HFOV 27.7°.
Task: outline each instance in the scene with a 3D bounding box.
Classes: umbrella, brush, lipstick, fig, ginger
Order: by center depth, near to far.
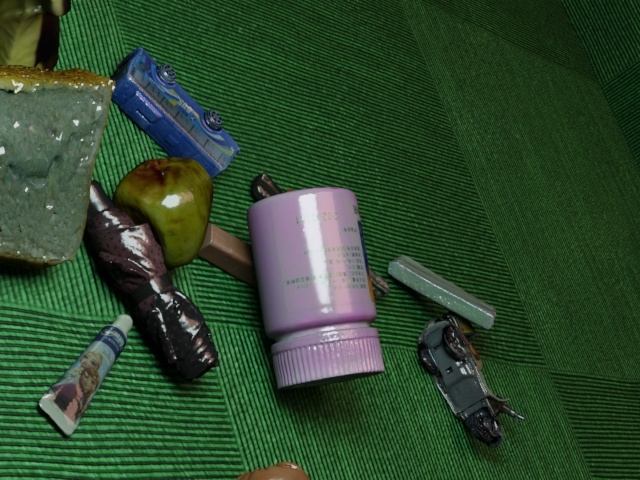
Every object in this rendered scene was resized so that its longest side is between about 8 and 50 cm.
[{"bbox_3d":[-0.481,-0.366,1.738,0.211,0.358,0.413,-19,92,-20],"label":"ginger"},{"bbox_3d":[-0.251,0.052,1.835,0.094,0.090,0.326,-30,86,-37],"label":"umbrella"},{"bbox_3d":[-0.230,-0.040,1.908,0.154,0.144,0.165,-1,76,-56],"label":"fig"},{"bbox_3d":[-0.133,0.027,2.060,0.145,0.045,0.045,32,41,-35],"label":"lipstick"},{"bbox_3d":[0.000,0.000,2.266,0.323,0.051,0.070,40,28,-18],"label":"brush"}]

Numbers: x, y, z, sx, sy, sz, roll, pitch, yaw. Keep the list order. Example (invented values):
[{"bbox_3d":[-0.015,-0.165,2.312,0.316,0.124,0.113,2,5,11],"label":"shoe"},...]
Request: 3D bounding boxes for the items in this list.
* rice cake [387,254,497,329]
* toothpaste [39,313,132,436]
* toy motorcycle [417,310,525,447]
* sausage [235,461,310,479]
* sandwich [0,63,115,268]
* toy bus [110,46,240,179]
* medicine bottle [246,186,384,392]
[{"bbox_3d":[0.229,0.096,2.405,0.222,0.042,0.080,30,13,13],"label":"rice cake"},{"bbox_3d":[-0.302,0.168,1.713,0.062,0.037,0.216,49,37,-14],"label":"toothpaste"},{"bbox_3d":[0.270,0.252,2.355,0.157,0.091,0.263,1,58,-59],"label":"toy motorcycle"},{"bbox_3d":[-0.027,0.447,1.741,0.121,0.121,0.304,2,60,-53],"label":"sausage"},{"bbox_3d":[-0.411,-0.098,1.630,0.301,0.099,0.271,2,98,-54],"label":"sandwich"},{"bbox_3d":[-0.238,-0.200,2.097,0.236,0.079,0.094,44,35,-18],"label":"toy bus"},{"bbox_3d":[-0.007,0.076,2.002,0.178,0.178,0.290,2,74,-53],"label":"medicine bottle"}]
